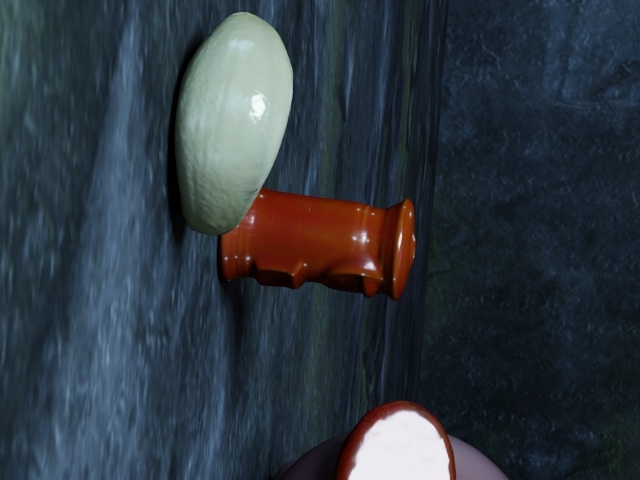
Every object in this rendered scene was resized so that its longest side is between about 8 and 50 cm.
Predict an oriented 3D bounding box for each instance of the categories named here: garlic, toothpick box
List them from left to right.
[{"bbox_3d":[-0.035,-0.042,0.728,0.053,0.041,0.083,-115,-143,-76],"label":"garlic"},{"bbox_3d":[0.000,0.000,0.864,0.047,0.083,0.047,7,90,-83],"label":"toothpick box"}]

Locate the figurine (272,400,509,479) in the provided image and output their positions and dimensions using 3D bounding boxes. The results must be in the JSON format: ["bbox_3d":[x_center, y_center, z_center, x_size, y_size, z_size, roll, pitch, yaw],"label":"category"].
[{"bbox_3d":[0.039,0.183,1.053,0.173,0.173,0.173,6,90,-84],"label":"figurine"}]
